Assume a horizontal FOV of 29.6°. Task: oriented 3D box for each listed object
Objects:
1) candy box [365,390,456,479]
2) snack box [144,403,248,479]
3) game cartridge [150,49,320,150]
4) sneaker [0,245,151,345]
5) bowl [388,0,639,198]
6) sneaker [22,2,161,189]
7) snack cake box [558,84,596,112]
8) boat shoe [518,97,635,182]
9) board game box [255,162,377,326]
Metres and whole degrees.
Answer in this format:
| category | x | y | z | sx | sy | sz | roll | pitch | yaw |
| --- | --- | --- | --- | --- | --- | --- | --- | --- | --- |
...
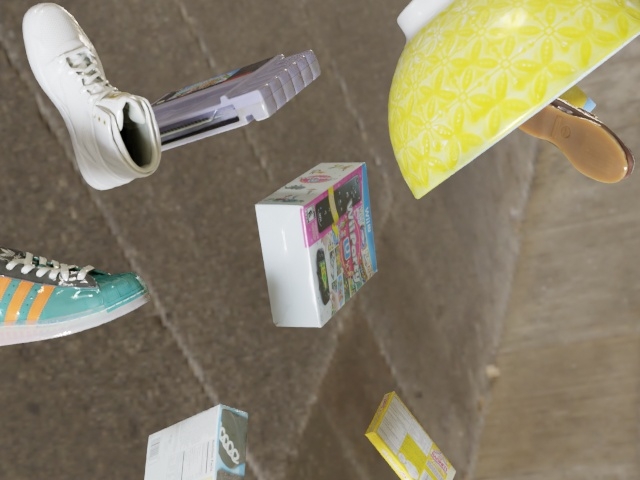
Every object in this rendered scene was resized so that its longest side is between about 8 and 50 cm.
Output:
| category | x | y | z | sx | sy | sz | roll | pitch | yaw |
| --- | --- | --- | --- | --- | --- | --- | --- | --- | --- |
| candy box | 0.161 | 0.375 | 2.135 | 0.206 | 0.027 | 0.105 | 53 | 39 | -18 |
| snack box | -0.191 | 0.418 | 1.767 | 0.060 | 0.187 | 0.322 | 25 | 54 | -34 |
| game cartridge | -0.193 | -0.211 | 1.945 | 0.068 | 0.355 | 0.230 | 65 | 30 | -19 |
| sneaker | -0.364 | 0.059 | 1.493 | 0.108 | 0.302 | 0.121 | -62 | 142 | -82 |
| bowl | 0.164 | -0.186 | 1.174 | 0.156 | 0.289 | 0.289 | 53 | 27 | 1 |
| sneaker | -0.321 | -0.222 | 1.766 | 0.108 | 0.169 | 0.293 | -32 | 105 | -34 |
| snack cake box | 0.280 | -0.265 | 1.830 | 0.264 | 0.089 | 0.152 | 32 | 12 | -40 |
| boat shoe | 0.364 | -0.152 | 1.705 | 0.073 | 0.207 | 0.073 | -11 | 133 | -43 |
| board game box | 0.000 | 0.000 | 2.191 | 0.303 | 0.097 | 0.224 | -41 | 127 | -62 |
